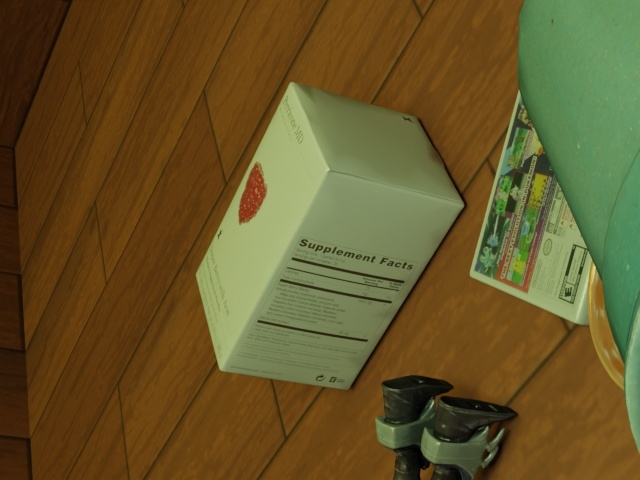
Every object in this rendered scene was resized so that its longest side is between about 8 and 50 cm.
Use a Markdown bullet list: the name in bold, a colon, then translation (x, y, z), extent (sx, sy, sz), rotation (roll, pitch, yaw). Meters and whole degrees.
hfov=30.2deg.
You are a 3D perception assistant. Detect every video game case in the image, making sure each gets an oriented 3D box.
- **video game case**: translation (0.221, -0.039, 1.118), extent (0.183, 0.023, 0.201), rotation (27, 104, 62)

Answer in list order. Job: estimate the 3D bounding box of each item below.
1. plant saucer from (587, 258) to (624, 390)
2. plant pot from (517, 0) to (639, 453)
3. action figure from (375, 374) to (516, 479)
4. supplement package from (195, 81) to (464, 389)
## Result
- **plant saucer**: translation (0.290, 0.033, 0.938), extent (0.200, 0.037, 0.199), rotation (-36, 48, 54)
- **plant pot**: translation (0.281, -0.060, 0.698), extent (0.341, 0.341, 0.334), rotation (-63, 24, 27)
- **action figure**: translation (0.095, 0.283, 1.158), extent (0.185, 0.099, 0.285), rotation (26, 107, 55)
- **supplement package**: translation (0.000, 0.000, 1.358), extent (0.293, 0.175, 0.177), rotation (-61, 31, 30)
